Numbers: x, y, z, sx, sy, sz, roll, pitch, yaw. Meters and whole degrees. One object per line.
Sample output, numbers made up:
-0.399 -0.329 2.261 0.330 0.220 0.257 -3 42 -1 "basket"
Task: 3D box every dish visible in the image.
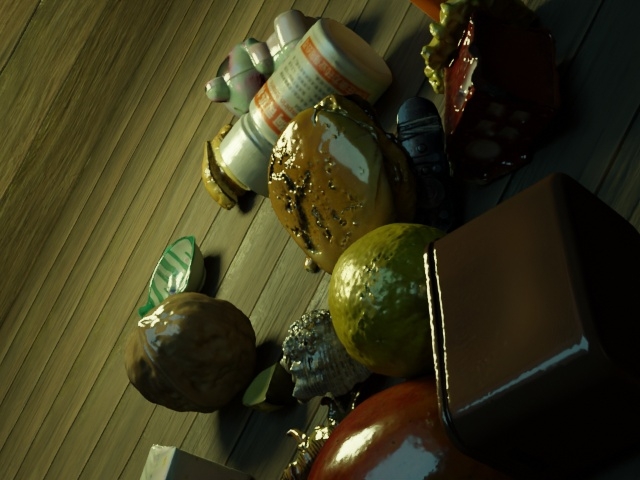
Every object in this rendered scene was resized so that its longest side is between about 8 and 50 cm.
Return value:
-0.347 0.106 2.461 0.246 0.078 0.224 -56 30 8 "dish"

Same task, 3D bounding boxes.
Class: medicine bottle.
-0.036 -0.280 2.176 0.371 0.211 0.211 -47 33 23 "medicine bottle"

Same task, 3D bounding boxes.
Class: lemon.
0.136 0.094 1.565 0.245 0.245 0.320 -66 9 -7 "lemon"

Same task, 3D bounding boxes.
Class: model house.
0.286 -0.225 1.706 0.254 0.160 0.196 111 166 -53 "model house"

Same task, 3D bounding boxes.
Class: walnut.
-0.265 0.232 2.050 0.273 0.273 0.227 -23 48 47 "walnut"

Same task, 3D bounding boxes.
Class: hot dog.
-0.001 0.000 2.076 0.044 0.028 0.137 9 72 51 "hot dog"

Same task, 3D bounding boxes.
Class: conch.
0.019 0.205 1.775 0.245 0.163 0.178 -15 54 31 "conch"

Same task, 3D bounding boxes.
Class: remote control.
0.188 -0.125 1.783 0.090 0.066 0.265 -8 76 6 "remote control"

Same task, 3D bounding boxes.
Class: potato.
-0.097 0.295 1.943 0.103 0.066 0.096 -27 30 51 "potato"

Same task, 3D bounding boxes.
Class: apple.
0.140 0.376 1.468 0.329 0.295 0.365 47 112 19 "apple"

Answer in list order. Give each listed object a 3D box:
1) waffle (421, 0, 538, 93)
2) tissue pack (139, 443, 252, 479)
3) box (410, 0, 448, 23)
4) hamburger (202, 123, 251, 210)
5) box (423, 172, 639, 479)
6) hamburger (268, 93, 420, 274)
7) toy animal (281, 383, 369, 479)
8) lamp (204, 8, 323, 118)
0.259 -0.358 1.793 0.219 0.229 0.057 -51 60 22 "waffle"
-0.256 0.519 1.880 0.124 0.185 0.225 -12 55 57 "tissue pack"
0.238 -0.616 2.024 0.143 0.225 0.341 -31 41 39 "box"
-0.236 -0.187 2.486 0.124 0.131 0.262 -47 29 24 "hamburger"
0.304 0.113 1.317 0.229 0.239 0.339 -36 39 33 "box"
0.040 -0.095 1.776 0.304 0.174 0.284 47 136 30 "hamburger"
0.011 0.343 1.758 0.241 0.057 0.099 -45 41 23 "toy animal"
-0.102 -0.389 2.407 0.301 0.247 0.247 -29 82 27 "lamp"
